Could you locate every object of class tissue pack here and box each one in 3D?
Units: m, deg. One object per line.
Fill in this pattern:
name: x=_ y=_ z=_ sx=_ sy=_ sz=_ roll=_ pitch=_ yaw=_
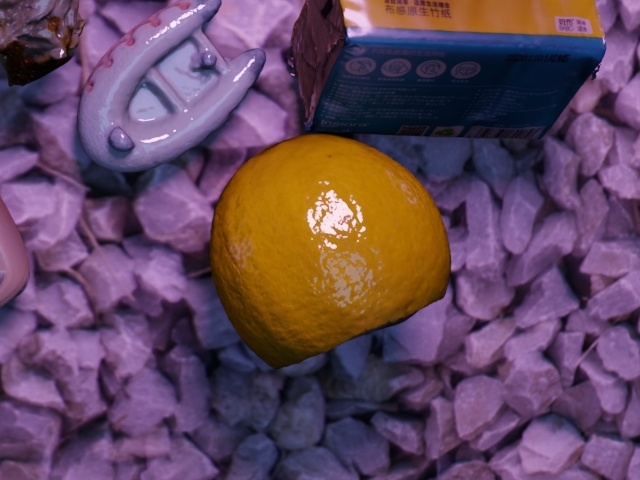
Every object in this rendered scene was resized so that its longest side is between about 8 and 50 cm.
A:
tissue pack: x=0.120 y=-0.198 z=1.441 sx=0.271 sy=0.192 sz=0.134 roll=1 pitch=64 yaw=-15

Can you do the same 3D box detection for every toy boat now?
toy boat: x=-0.155 y=-0.152 z=1.450 sx=0.207 sy=0.079 sz=0.134 roll=-39 pitch=114 yaw=-3

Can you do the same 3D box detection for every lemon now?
lemon: x=0.000 y=0.000 z=1.454 sx=0.240 sy=0.240 sz=0.219 roll=-25 pitch=89 yaw=-6

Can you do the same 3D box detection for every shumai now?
shumai: x=-0.265 y=-0.239 z=1.370 sx=0.184 sy=0.184 sz=0.142 roll=-41 pitch=135 yaw=0

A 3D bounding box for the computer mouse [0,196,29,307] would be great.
computer mouse: x=-0.389 y=-0.023 z=1.422 sx=0.145 sy=0.082 sz=0.236 roll=-32 pitch=113 yaw=-5
